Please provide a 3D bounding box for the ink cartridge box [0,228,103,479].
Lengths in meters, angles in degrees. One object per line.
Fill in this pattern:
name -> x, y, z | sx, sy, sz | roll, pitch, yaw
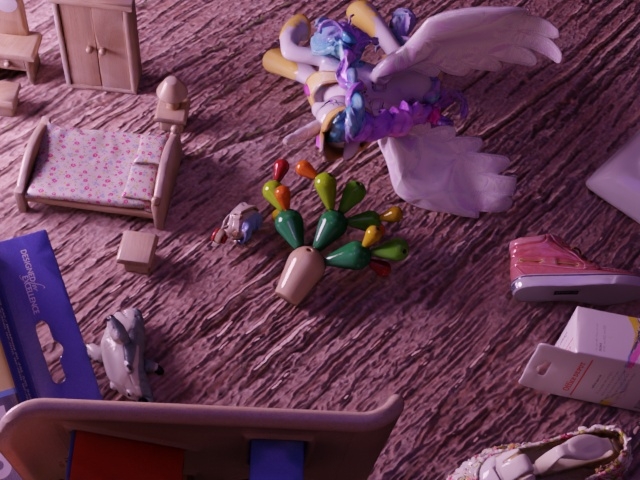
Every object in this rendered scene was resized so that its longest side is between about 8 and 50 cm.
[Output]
ink cartridge box -> -0.411, 0.153, 1.096 | 0.307, 0.072, 0.304 | -19, 75, -16

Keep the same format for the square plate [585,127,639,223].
square plate -> 0.614, -0.091, 1.425 | 0.344, 0.049, 0.347 | 37, 60, 20

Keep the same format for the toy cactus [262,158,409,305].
toy cactus -> 0.000, 0.000, 1.285 | 0.219, 0.112, 0.181 | 30, 76, 10

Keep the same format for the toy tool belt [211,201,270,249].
toy tool belt -> -0.101, -0.013, 1.296 | 0.051, 0.052, 0.083 | 29, 37, 7

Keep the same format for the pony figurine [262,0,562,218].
pony figurine -> 0.101, -0.200, 1.337 | 0.350, 0.303, 0.363 | -1, 32, -12

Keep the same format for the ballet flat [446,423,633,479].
ballet flat -> 0.245, 0.255, 1.126 | 0.240, 0.077, 0.091 | -16, 58, -15

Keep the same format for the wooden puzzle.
wooden puzzle -> -0.108, 0.232, 0.962 | 0.347, 0.322, 0.081 | -1, 63, -5

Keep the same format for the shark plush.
shark plush -> -0.212, 0.147, 1.175 | 0.067, 0.073, 0.161 | -2, 43, -45

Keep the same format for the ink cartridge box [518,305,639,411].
ink cartridge box -> 0.347, 0.143, 1.191 | 0.198, 0.115, 0.067 | 11, 55, 2

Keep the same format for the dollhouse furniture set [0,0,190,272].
dollhouse furniture set -> -0.340, -0.162, 1.307 | 0.303, 0.174, 0.356 | 7, 54, 0

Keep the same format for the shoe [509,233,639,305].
shoe -> 0.334, 0.035, 1.298 | 0.177, 0.063, 0.081 | 0, 60, 0

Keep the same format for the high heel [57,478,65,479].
high heel -> -0.223, 0.390, 0.846 | 0.181, 0.377, 0.127 | 27, 22, 20
